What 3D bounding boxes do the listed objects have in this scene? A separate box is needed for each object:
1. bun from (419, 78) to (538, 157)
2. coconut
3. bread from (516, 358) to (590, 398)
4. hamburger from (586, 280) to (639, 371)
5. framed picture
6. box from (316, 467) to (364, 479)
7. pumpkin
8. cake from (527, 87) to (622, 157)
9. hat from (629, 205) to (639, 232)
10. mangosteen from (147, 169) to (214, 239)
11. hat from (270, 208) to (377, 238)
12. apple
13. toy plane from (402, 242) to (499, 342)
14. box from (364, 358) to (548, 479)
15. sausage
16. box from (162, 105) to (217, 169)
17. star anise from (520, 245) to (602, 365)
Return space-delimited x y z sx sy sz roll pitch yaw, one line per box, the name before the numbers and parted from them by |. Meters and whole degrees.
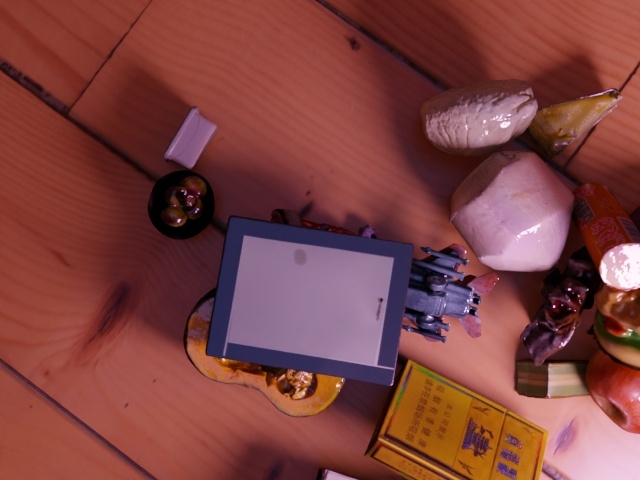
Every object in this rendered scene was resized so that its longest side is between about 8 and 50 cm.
bun | 0.302 -0.229 1.412 0.221 0.220 0.134 -10 104 1
coconut | 0.363 -0.045 1.398 0.234 0.224 0.224 43 88 5
bread | 0.465 0.268 1.467 0.139 0.084 0.074 2 85 -29
hamburger | 0.592 0.112 1.300 0.237 0.237 0.148 -6 120 1
framed picture | -0.018 0.108 1.355 0.347 0.016 0.264 8 84 0
box | 0.136 0.638 1.357 0.385 0.122 0.344 16 72 2
pumpkin | -0.093 0.189 1.425 0.317 0.139 0.221 26 90 4
cake | 0.490 -0.252 1.481 0.116 0.080 0.185 44 98 16
hat | 0.671 0.011 1.441 0.206 0.089 0.205 0 91 -2
mangosteen | -0.264 -0.070 1.440 0.137 0.151 0.137 1 88 -17
hat | 0.000 0.004 1.463 0.228 0.129 0.140 -2 118 -15
apple | 0.592 0.251 1.389 0.199 0.199 0.199 0 86 2
toy plane | 0.162 0.091 1.430 0.327 0.104 0.222 10 118 0
box | 0.255 0.375 1.382 0.302 0.084 0.193 27 47 3
sausage | 0.511 -0.027 1.351 0.093 0.312 0.093 2 118 4
box | -0.255 -0.197 1.482 0.062 0.089 0.122 30 88 -8
star anise | 0.455 0.110 1.401 0.099 0.214 0.220 34 47 21
